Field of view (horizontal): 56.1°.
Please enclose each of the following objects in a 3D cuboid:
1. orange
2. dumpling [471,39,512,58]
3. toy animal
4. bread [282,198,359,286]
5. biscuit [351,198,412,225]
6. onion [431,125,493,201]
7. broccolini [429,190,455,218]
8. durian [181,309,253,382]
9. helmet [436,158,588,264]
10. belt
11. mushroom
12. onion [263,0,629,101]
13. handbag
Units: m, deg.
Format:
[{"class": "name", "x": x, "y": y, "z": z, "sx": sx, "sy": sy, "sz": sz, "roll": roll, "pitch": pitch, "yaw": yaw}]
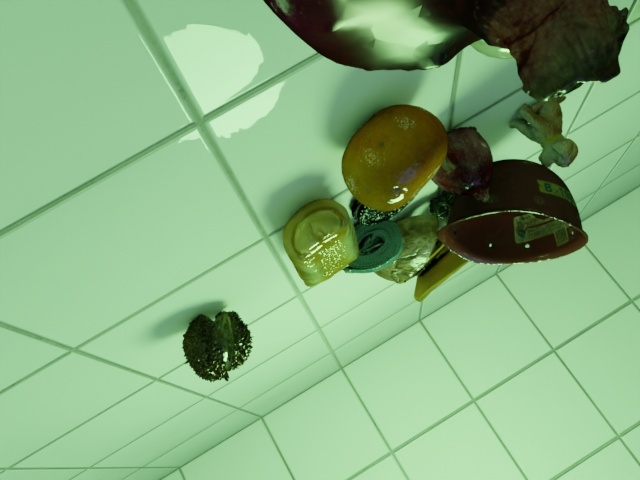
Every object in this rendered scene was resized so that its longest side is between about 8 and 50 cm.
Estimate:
[{"class": "orange", "x": 0.143, "y": -0.166, "z": 1.179, "sx": 0.224, "sy": 0.170, "sz": 0.224, "roll": -48, "pitch": 174, "yaw": -7}, {"class": "dumpling", "x": 0.301, "y": -0.373, "z": 1.051, "sx": 0.155, "sy": 0.181, "sz": 0.111, "roll": -151, "pitch": -99, "yaw": -82}, {"class": "toy animal", "x": 0.621, "y": -0.284, "z": 1.559, "sx": 0.184, "sy": 0.185, "sz": 0.104, "roll": -26, "pitch": 156, "yaw": -17}, {"class": "bread", "x": 0.000, "y": 0.000, "z": 1.406, "sx": 0.173, "sy": 0.121, "sz": 0.311, "roll": -34, "pitch": 159, "yaw": -6}, {"class": "biscuit", "x": 0.164, "y": -0.105, "z": 1.498, "sx": 0.195, "sy": 0.053, "sz": 0.194, "roll": -28, "pitch": 158, "yaw": -13}, {"class": "onion", "x": 0.335, "y": -0.167, "z": 1.404, "sx": 0.160, "sy": 0.194, "sz": 0.159, "roll": -26, "pitch": 163, "yaw": -9}, {"class": "broccolini", "x": 0.385, "y": -0.151, "z": 1.734, "sx": 0.202, "sy": 0.068, "sz": 0.091, "roll": -55, "pitch": 167, "yaw": 13}, {"class": "durian", "x": -0.266, "y": 0.279, "z": 1.567, "sx": 0.196, "sy": 0.195, "sz": 0.167, "roll": -24, "pitch": -166, "yaw": -21}, {"class": "helmet", "x": 0.483, "y": -0.094, "z": 1.545, "sx": 0.385, "sy": 0.229, "sz": 0.338, "roll": 17, "pitch": 157, "yaw": -25}, {"class": "belt", "x": 0.138, "y": 0.013, "z": 1.606, "sx": 0.163, "sy": 0.147, "sz": 0.082, "roll": -5, "pitch": 165, "yaw": 8}, {"class": "mushroom", "x": 0.222, "y": 0.019, "z": 1.783, "sx": 0.151, "sy": 0.155, "sz": 0.285, "roll": 13, "pitch": 137, "yaw": -23}, {"class": "onion", "x": 0.135, "y": -0.298, "z": 0.539, "sx": 0.399, "sy": 0.420, "sz": 0.398, "roll": -28, "pitch": 149, "yaw": -19}, {"class": "handbag", "x": 0.411, "y": 0.001, "z": 1.905, "sx": 0.283, "sy": 0.133, "sz": 0.401, "roll": -45, "pitch": 174, "yaw": -40}]
